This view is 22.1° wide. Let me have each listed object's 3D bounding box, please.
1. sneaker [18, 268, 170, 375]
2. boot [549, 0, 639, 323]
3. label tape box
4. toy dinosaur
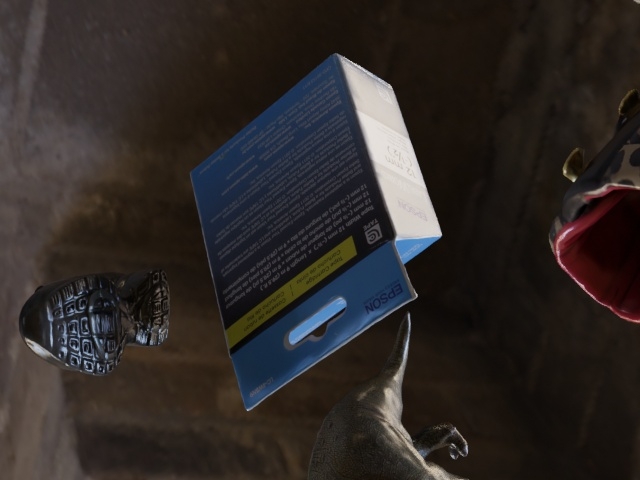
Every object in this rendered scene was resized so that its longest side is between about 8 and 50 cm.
[{"bbox_3d":[-0.264,0.086,1.763,0.130,0.286,0.109,0,90,17],"label":"sneaker"},{"bbox_3d":[0.202,-0.090,0.761,0.284,0.377,0.138,-50,120,-17],"label":"boot"},{"bbox_3d":[0.000,0.000,1.839,0.249,0.348,0.115,-37,140,26],"label":"label tape box"},{"bbox_3d":[0.046,0.202,1.265,0.160,0.121,0.314,15,79,-29],"label":"toy dinosaur"}]
